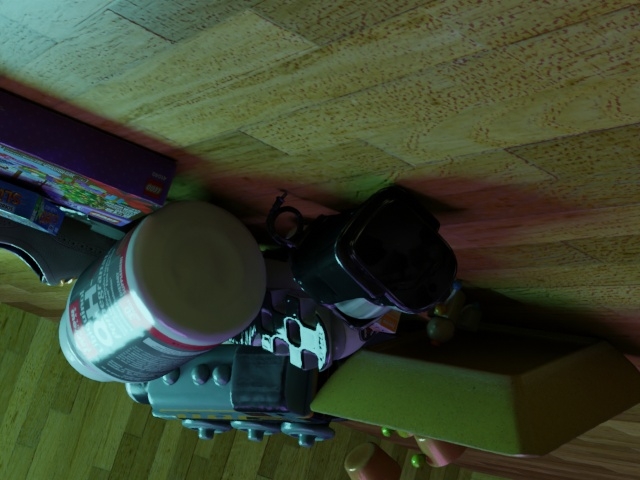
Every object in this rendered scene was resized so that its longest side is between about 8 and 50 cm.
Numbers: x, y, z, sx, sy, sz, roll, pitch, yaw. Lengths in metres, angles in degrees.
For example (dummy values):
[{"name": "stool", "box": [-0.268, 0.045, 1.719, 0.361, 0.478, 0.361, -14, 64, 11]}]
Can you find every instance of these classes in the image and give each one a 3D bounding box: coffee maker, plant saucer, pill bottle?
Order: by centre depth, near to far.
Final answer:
[{"name": "coffee maker", "box": [0.035, 0.014, 1.146, 0.171, 0.120, 0.178, 21, 166, -12]}, {"name": "pill bottle", "box": [-0.215, 0.081, 1.404, 0.176, 0.176, 0.318, 23, 150, -24]}, {"name": "plant saucer", "box": [0.211, 0.171, 1.434, 0.333, 0.081, 0.333, 7, -169, 40]}]

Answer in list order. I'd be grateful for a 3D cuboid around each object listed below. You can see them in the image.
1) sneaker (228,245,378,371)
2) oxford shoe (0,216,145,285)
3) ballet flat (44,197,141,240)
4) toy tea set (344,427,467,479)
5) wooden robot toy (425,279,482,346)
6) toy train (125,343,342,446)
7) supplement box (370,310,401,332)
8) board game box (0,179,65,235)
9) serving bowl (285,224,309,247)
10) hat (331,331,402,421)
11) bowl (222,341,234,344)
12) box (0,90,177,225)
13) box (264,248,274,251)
[{"name": "sneaker", "box": [-0.045, 0.072, 1.448, 0.146, 0.122, 0.330, -20, -150, -37]}, {"name": "oxford shoe", "box": [-0.331, 0.013, 1.563, 0.364, 0.132, 0.130, 21, 166, -15]}, {"name": "ballet flat", "box": [-0.347, -0.071, 1.436, 0.250, 0.058, 0.084, 23, 163, -4]}, {"name": "toy tea set", "box": [0.197, 0.290, 1.673, 0.336, 0.200, 0.124, -28, 111, 21]}, {"name": "wooden robot toy", "box": [0.152, 0.098, 1.427, 0.076, 0.079, 0.173, 10, 165, 26]}, {"name": "toy train", "box": [-0.113, 0.203, 1.560, 0.334, 0.142, 0.190, -2, 160, 31]}, {"name": "supplement box", "box": [0.070, 0.052, 1.297, 0.036, 0.098, 0.062, 4, 162, 44]}, {"name": "board game box", "box": [-0.423, -0.063, 1.350, 0.201, 0.035, 0.136, 20, 173, 3]}, {"name": "serving bowl", "box": [0.000, 0.000, 1.328, 0.083, 0.027, 0.083, 16, 167, 4]}, {"name": "hat", "box": [0.021, 0.219, 1.746, 0.331, 0.134, 0.331, -2, 168, -1]}, {"name": "bowl", "box": [-0.139, 0.200, 2.075, 0.298, 0.134, 0.298, 16, 166, 4]}, {"name": "box", "box": [-0.330, -0.101, 1.263, 0.293, 0.057, 0.201, 22, 167, -20]}, {"name": "box", "box": [0.009, 0.056, 1.542, 0.162, 0.029, 0.116, 14, 166, 19]}]
